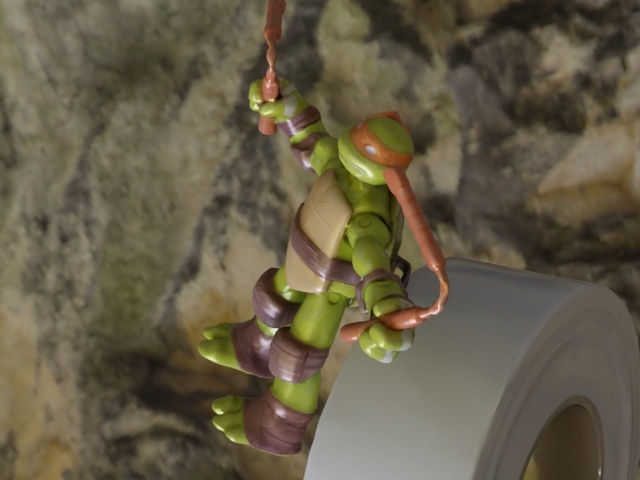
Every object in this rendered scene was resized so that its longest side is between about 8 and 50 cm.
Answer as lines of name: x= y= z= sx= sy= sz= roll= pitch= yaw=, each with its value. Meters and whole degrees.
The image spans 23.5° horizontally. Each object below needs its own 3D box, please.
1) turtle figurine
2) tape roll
turtle figurine: x=0.000 y=0.000 z=0.879 sx=0.087 sy=0.217 sz=0.269 roll=5 pitch=-142 yaw=-32
tape roll: x=0.098 y=0.157 z=0.927 sx=0.100 sy=0.286 sz=0.286 roll=11 pitch=-133 yaw=30
